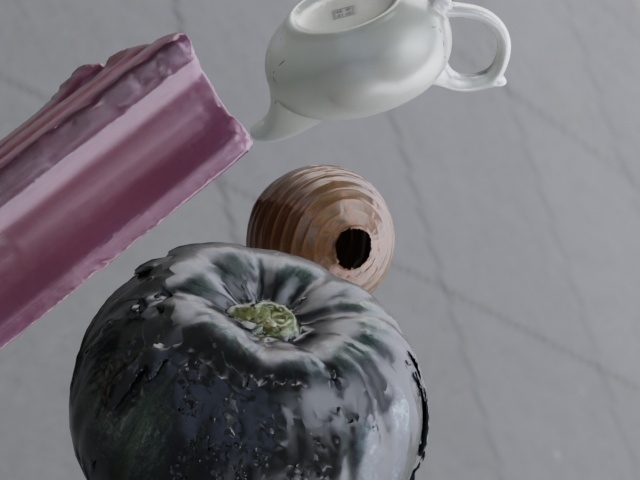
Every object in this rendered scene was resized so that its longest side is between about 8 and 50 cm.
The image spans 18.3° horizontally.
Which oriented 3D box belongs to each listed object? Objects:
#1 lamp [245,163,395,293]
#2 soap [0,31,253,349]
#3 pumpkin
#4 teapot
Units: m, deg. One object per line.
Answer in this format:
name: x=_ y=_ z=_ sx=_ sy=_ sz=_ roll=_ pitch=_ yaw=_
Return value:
lamp: x=0.000 y=0.000 z=1.752 sx=0.136 sy=0.136 sz=0.136 roll=46 pitch=29 yaw=-34
soap: x=-0.253 y=-0.016 z=1.640 sx=0.359 sy=0.233 sz=0.128 roll=-40 pitch=103 yaw=-20
pumpkin: x=-0.047 y=0.105 z=1.238 sx=0.233 sy=0.163 sz=0.233 roll=10 pitch=31 yaw=-6
teapot: x=0.063 y=-0.202 z=2.205 sx=0.208 sy=0.299 sz=0.166 roll=-87 pitch=173 yaw=-71
